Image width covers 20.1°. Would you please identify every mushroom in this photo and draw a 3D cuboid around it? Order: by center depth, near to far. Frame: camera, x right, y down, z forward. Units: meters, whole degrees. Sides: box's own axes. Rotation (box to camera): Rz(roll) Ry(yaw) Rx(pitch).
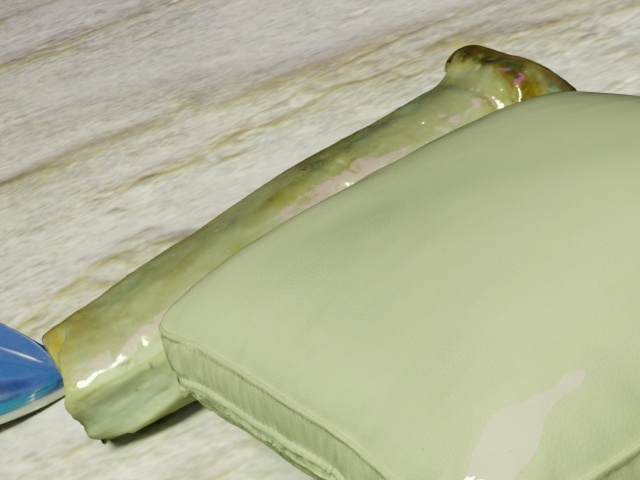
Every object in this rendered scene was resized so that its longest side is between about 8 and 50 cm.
[{"bbox_3d":[0.000,0.000,0.943,0.312,0.081,0.100,-33,20,-7],"label":"mushroom"}]

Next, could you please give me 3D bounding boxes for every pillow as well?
[{"bbox_3d":[0.091,0.027,0.724,0.255,0.120,0.322,-31,20,-17],"label":"pillow"}]

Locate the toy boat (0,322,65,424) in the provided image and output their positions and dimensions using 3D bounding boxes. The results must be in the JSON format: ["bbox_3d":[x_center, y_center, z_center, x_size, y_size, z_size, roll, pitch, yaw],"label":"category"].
[{"bbox_3d":[-0.277,0.087,1.046,0.295,0.088,0.129,-4,29,21],"label":"toy boat"}]
